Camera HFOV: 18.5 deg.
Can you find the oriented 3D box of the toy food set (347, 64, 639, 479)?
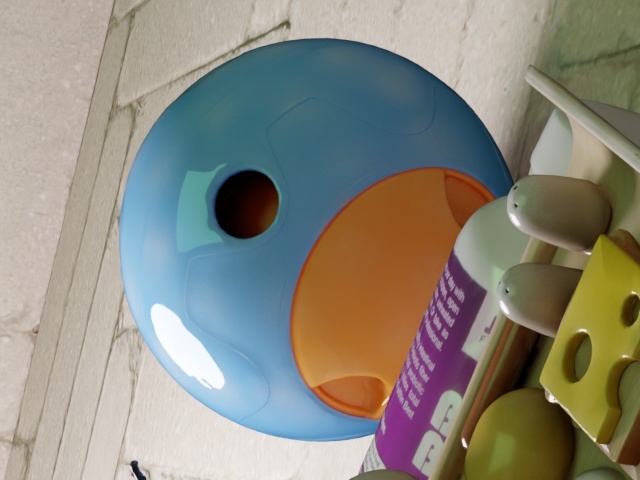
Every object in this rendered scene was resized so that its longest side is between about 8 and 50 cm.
[{"bbox_3d":[0.092,0.089,0.943,0.306,0.092,0.220,-69,24,15],"label":"toy food set"}]

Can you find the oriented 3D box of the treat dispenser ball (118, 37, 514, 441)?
[{"bbox_3d":[0.000,0.000,1.405,0.288,0.288,0.288,-165,90,-72],"label":"treat dispenser ball"}]

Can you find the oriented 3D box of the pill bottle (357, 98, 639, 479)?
[{"bbox_3d":[0.136,0.079,1.138,0.169,0.169,0.301,-115,43,-63],"label":"pill bottle"}]

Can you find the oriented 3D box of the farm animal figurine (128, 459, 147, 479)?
[{"bbox_3d":[-0.094,0.354,1.554,0.330,0.172,0.326,44,-129,-71],"label":"farm animal figurine"}]
